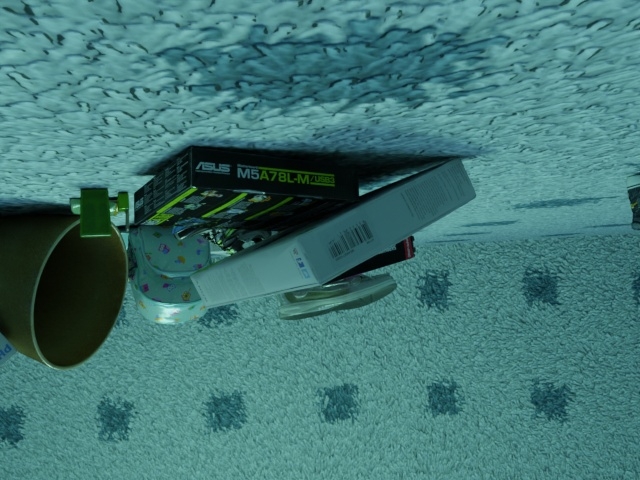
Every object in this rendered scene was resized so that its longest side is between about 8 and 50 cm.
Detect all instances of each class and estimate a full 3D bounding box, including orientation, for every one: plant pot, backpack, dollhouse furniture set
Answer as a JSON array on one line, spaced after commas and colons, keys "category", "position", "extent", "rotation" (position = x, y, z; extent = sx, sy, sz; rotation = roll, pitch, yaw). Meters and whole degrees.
[{"category": "plant pot", "position": [-0.474, 0.058, 1.090], "extent": [0.254, 0.237, 0.237], "rotation": [10, -179, 16]}, {"category": "backpack", "position": [-0.282, 0.059, 1.337], "extent": [0.165, 0.189, 0.144], "rotation": [-1, 151, -25]}, {"category": "dollhouse furniture set", "position": [-0.291, -0.029, 0.919], "extent": [0.076, 0.059, 0.151], "rotation": [-2, 176, -18]}]

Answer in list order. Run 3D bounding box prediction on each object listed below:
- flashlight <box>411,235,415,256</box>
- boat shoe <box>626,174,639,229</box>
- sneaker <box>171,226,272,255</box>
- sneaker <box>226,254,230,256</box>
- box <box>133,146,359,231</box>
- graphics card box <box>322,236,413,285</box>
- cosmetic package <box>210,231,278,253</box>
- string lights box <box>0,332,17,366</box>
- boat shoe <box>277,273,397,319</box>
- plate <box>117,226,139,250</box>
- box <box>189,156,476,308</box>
[{"category": "flashlight", "position": [0.132, 0.030, 2.105], "extent": [0.303, 0.103, 0.103], "rotation": [-5, -157, 13]}, {"category": "boat shoe", "position": [0.492, -0.058, 0.965], "extent": [0.065, 0.083, 0.183], "rotation": [-3, 177, -6]}, {"category": "sneaker", "position": [-0.159, -0.012, 1.186], "extent": [0.188, 0.078, 0.067], "rotation": [0, 175, -37]}, {"category": "sneaker", "position": [-0.178, 0.064, 1.867], "extent": [0.234, 0.153, 0.094], "rotation": [-2, 175, -30]}, {"category": "box", "position": [-0.084, -0.047, 0.745], "extent": [0.184, 0.045, 0.190], "rotation": [5, 168, -29]}, {"category": "graphics card box", "position": [0.040, 0.043, 1.802], "extent": [0.232, 0.094, 0.370], "rotation": [-6, -176, 44]}, {"category": "cosmetic package", "position": [-0.169, 0.002, 1.597], "extent": [0.098, 0.061, 0.239], "rotation": [-3, 177, 12]}, {"category": "string lights box", "position": [-0.548, 0.082, 0.948], "extent": [0.133, 0.260, 0.077], "rotation": [-5, -144, 46]}, {"category": "boat shoe", "position": [0.038, 0.130, 1.829], "extent": [0.320, 0.103, 0.118], "rotation": [-15, 163, 11]}, {"category": "plate", "position": [-0.407, 0.000, 1.449], "extent": [0.188, 0.024, 0.188], "rotation": [-6, 166, -2]}, {"category": "box", "position": [0.000, 0.000, 0.848], "extent": [0.232, 0.059, 0.322], "rotation": [-27, -174, -30]}]
